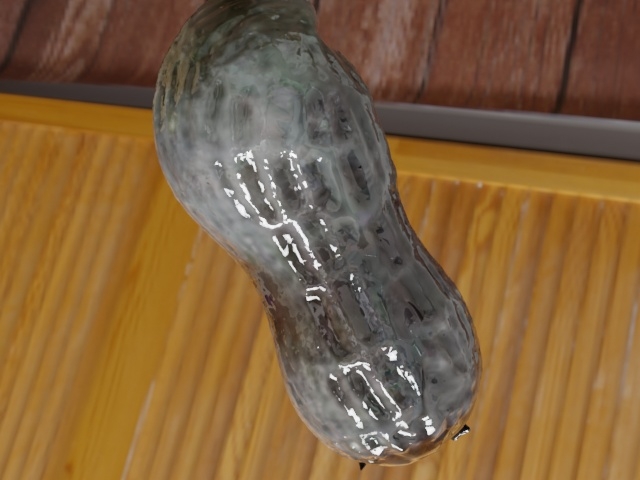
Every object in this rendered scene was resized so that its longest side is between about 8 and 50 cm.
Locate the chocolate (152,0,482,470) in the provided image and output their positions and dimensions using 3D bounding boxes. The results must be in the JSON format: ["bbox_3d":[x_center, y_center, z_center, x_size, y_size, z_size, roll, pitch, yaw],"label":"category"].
[{"bbox_3d":[0.000,0.000,0.498,0.248,0.110,0.110,63,30,-6],"label":"chocolate"}]
